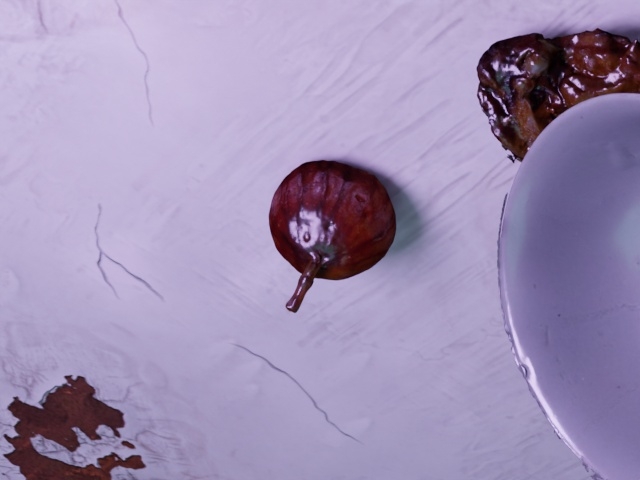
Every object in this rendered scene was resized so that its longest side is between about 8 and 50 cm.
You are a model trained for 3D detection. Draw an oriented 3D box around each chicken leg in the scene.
[{"bbox_3d":[0.291,-0.102,1.373,0.322,0.083,0.177,28,132,-9],"label":"chicken leg"}]

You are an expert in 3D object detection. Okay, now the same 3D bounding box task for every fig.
[{"bbox_3d":[-0.002,-0.013,1.546,0.128,0.150,0.128,41,145,37],"label":"fig"}]

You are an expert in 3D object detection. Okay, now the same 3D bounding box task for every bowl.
[{"bbox_3d":[0.315,0.039,1.295,0.345,0.157,0.345,26,122,50],"label":"bowl"}]
